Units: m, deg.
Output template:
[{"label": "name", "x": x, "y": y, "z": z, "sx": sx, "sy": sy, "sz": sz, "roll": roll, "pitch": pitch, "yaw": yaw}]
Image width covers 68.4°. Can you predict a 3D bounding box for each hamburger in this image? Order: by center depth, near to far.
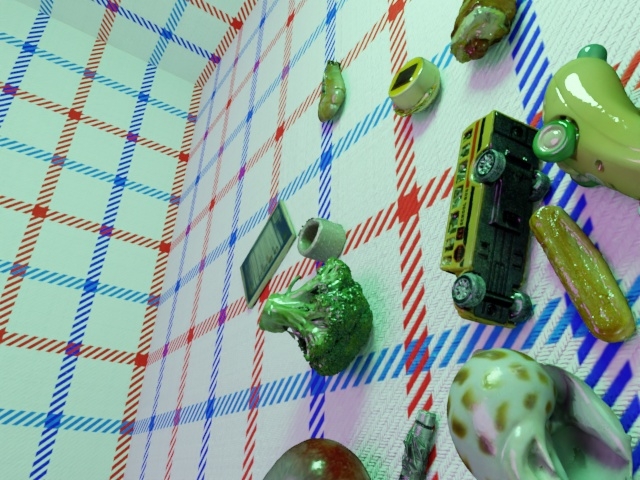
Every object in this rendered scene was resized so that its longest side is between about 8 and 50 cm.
[{"label": "hamburger", "x": 0.218, "y": -0.350, "z": 1.089, "sx": 0.126, "sy": 0.081, "sz": 0.141, "roll": -26, "pitch": 39, "yaw": 49}]

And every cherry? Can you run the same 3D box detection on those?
[{"label": "cherry", "x": -0.005, "y": 0.494, "z": 0.841, "sx": 0.239, "sy": 0.206, "sz": 0.239, "roll": -39, "pitch": 32, "yaw": 31}]

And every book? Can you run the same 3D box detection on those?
[{"label": "book", "x": -0.186, "y": 0.043, "z": 1.600, "sx": 0.322, "sy": 0.018, "sz": 0.228, "roll": -57, "pitch": 31, "yaw": 24}]

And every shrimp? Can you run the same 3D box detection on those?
[{"label": "shrimp", "x": 0.032, "y": -0.487, "z": 1.509, "sx": 0.145, "sy": 0.061, "sz": 0.267, "roll": 134, "pitch": 141, "yaw": -52}]

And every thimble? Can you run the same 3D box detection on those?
[{"label": "thimble", "x": 0.000, "y": 0.000, "z": 1.239, "sx": 0.115, "sy": 0.090, "sz": 0.102, "roll": -60, "pitch": 31, "yaw": 21}]

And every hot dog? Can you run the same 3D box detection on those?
[{"label": "hot dog", "x": 0.360, "y": 0.041, "z": 0.652, "sx": 0.066, "sy": 0.047, "sz": 0.216, "roll": -25, "pitch": 51, "yaw": 14}, {"label": "hot dog", "x": 0.334, "y": -0.456, "z": 0.945, "sx": 0.146, "sy": 0.103, "sz": 0.213, "roll": 142, "pitch": 151, "yaw": -76}]

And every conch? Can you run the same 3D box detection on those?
[{"label": "conch", "x": 0.256, "y": 0.233, "z": 0.613, "sx": 0.275, "sy": 0.182, "sz": 0.149, "roll": -95, "pitch": 5, "yaw": -46}]

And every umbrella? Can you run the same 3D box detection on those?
[{"label": "umbrella", "x": 0.156, "y": 0.382, "z": 0.794, "sx": 0.046, "sy": 0.050, "sz": 0.188, "roll": 13, "pitch": 84, "yaw": 39}]

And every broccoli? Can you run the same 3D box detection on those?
[{"label": "broccoli", "x": -0.007, "y": 0.169, "z": 1.031, "sx": 0.269, "sy": 0.241, "sz": 0.261, "roll": -66, "pitch": -11, "yaw": -64}]

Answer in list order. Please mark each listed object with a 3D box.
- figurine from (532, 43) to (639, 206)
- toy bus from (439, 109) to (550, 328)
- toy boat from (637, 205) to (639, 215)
[{"label": "figurine", "x": 0.424, "y": -0.154, "z": 0.595, "sx": 0.222, "sy": 0.124, "sz": 0.324, "roll": -58, "pitch": 35, "yaw": 15}, {"label": "toy bus", "x": 0.276, "y": -0.033, "z": 0.768, "sx": 0.123, "sy": 0.121, "sz": 0.335, "roll": -14, "pitch": 61, "yaw": 66}, {"label": "toy boat", "x": 0.492, "y": -0.088, "z": 0.401, "sx": 0.276, "sy": 0.111, "sz": 0.293, "roll": 32, "pitch": 101, "yaw": 29}]
